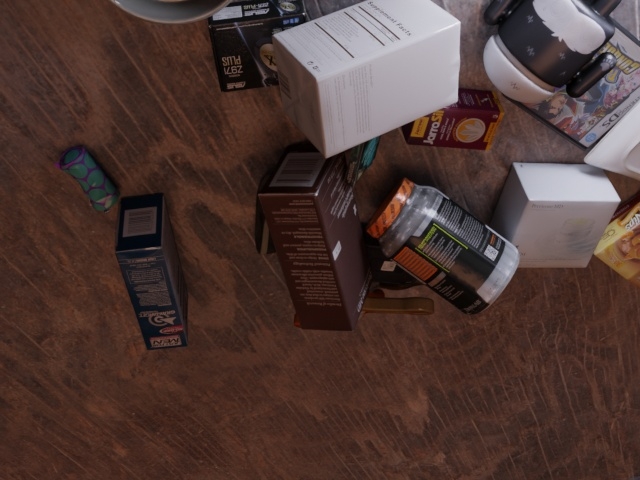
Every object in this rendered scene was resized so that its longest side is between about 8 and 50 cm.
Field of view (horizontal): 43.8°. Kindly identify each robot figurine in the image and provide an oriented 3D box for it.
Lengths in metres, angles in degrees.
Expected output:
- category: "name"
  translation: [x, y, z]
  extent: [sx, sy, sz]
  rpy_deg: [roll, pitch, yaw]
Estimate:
- category: "robot figurine"
  translation: [0.437, -0.390, 1.504]
  extent: [0.173, 0.209, 0.278]
  rpy_deg: [7, 136, -44]

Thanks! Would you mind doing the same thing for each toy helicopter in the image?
- category: "toy helicopter"
  translation: [0.111, 0.170, 2.017]
  extent: [0.355, 0.140, 0.235]
  rpy_deg: [1, 163, 13]

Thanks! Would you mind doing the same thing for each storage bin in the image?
- category: "storage bin"
  translation: [0.156, 0.033, 1.941]
  extent: [0.180, 0.084, 0.122]
  rpy_deg: [6, 133, -14]

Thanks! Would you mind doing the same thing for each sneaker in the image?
- category: "sneaker"
  translation: [-0.081, -0.066, 1.819]
  extent: [0.118, 0.083, 0.222]
  rpy_deg: [-7, 137, -20]

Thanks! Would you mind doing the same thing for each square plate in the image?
- category: "square plate"
  translation: [0.824, -0.244, 1.775]
  extent: [0.347, 0.049, 0.344]
  rpy_deg: [13, 132, -30]

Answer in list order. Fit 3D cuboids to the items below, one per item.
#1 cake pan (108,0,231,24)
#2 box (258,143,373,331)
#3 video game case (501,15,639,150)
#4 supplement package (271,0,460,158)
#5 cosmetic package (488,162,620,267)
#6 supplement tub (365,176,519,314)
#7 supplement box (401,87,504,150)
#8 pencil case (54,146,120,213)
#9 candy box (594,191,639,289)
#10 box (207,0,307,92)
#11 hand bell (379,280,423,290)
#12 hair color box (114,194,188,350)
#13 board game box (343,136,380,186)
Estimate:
- category: "cake pan"
  translation: [-0.260, -0.508, 1.347]
  extent: [0.293, 0.054, 0.293]
  rpy_deg: [-5, 135, -5]
- category: "box"
  translation: [0.000, 0.000, 1.741]
  extent: [0.143, 0.191, 0.381]
  rpy_deg: [2, 130, 21]
- category: "video game case"
  translation: [0.561, -0.334, 1.673]
  extent: [0.275, 0.035, 0.248]
  rpy_deg: [25, 126, -30]
- category: "supplement package"
  translation: [0.087, -0.312, 1.454]
  extent: [0.293, 0.175, 0.177]
  rpy_deg: [-24, 138, -16]
- category: "cosmetic package"
  translation: [0.543, -0.057, 1.879]
  extent: [0.224, 0.138, 0.225]
  rpy_deg: [0, 133, -10]
- category: "supplement tub"
  translation: [0.271, 0.008, 1.798]
  extent: [0.316, 0.193, 0.193]
  rpy_deg: [36, 124, -5]
- category: "supplement box"
  translation: [0.274, -0.257, 1.670]
  extent: [0.188, 0.081, 0.104]
  rpy_deg: [2, 135, -12]
- category: "pencil case"
  translation: [-0.489, -0.128, 1.684]
  extent: [0.070, 0.064, 0.152]
  rpy_deg: [-31, 133, -2]
- category: "candy box"
  translation: [0.845, 0.021, 2.041]
  extent: [0.316, 0.087, 0.183]
  rpy_deg: [29, 124, -33]
- category: "box"
  translation: [-0.112, -0.370, 1.494]
  extent: [0.180, 0.077, 0.147]
  rpy_deg: [-7, 136, -2]
- category: "hand bell"
  translation: [0.269, 0.100, 2.034]
  extent: [0.242, 0.126, 0.126]
  rpy_deg: [-6, 137, 14]
- category: "hair color box"
  translation: [-0.382, 0.080, 1.834]
  extent: [0.105, 0.174, 0.347]
  rpy_deg: [-6, 135, -2]
- category: "board game box"
  translation: [0.099, -0.217, 1.655]
  extent: [0.026, 0.126, 0.186]
  rpy_deg: [24, 135, 12]
